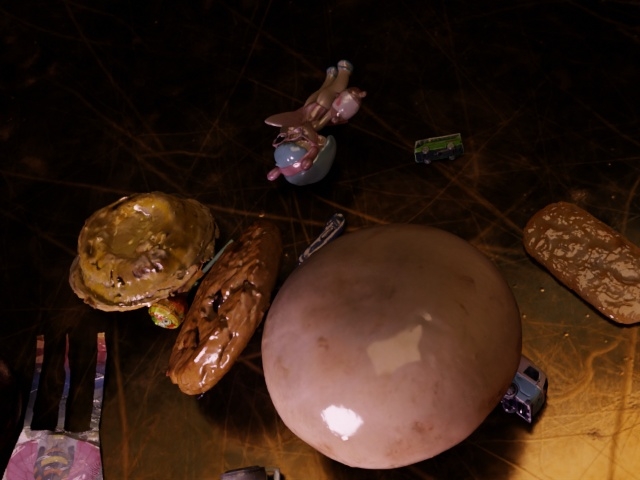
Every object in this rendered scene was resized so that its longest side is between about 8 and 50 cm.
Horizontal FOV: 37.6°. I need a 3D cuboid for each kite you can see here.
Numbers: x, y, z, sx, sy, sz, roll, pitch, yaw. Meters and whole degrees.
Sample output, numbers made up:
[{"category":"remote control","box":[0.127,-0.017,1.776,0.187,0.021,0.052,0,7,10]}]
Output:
[{"category":"kite","box":[-0.412,0.316,1.489,0.204,0.022,0.361,-4,62,13]}]

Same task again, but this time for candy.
[{"category":"candy","box":[-0.209,0.068,1.581,0.060,0.060,0.201,25,60,26]}]

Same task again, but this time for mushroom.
[{"category":"mushroom","box":[0.102,0.153,1.304,0.362,0.295,0.362,-15,43,14]}]

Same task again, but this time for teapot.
[{"category":"teapot","box":[-0.099,0.357,1.366,0.087,0.066,0.057,-6,76,-16]}]

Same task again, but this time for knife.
[{"category":"knife","box":[0.000,0.000,1.580,0.031,0.018,0.121,40,75,23]}]

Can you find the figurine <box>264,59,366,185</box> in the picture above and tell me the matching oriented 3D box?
[{"category":"figurine","box":[0.013,-0.209,1.647,0.205,0.103,0.260,-6,50,41]}]

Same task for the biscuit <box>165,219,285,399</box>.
[{"category":"biscuit","box":[-0.148,0.096,1.430,0.075,0.296,0.296,29,63,-17]}]

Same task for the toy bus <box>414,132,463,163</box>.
[{"category":"toy bus","box":[0.203,-0.159,1.620,0.083,0.031,0.037,-9,50,9]}]

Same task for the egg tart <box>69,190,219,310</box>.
[{"category":"egg tart","box":[-0.307,0.004,1.585,0.278,0.095,0.279,-14,43,13]}]

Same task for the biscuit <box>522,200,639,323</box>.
[{"category":"biscuit","box":[0.421,0.030,1.448,0.118,0.029,0.247,-41,58,-12]}]

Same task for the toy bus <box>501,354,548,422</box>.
[{"category":"toy bus","box":[0.274,0.198,1.364,0.123,0.060,0.075,35,69,32]}]

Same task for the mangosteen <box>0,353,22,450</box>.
[{"category":"mangosteen","box":[-0.573,0.242,1.480,0.228,0.228,0.265,-10,17,8]}]
